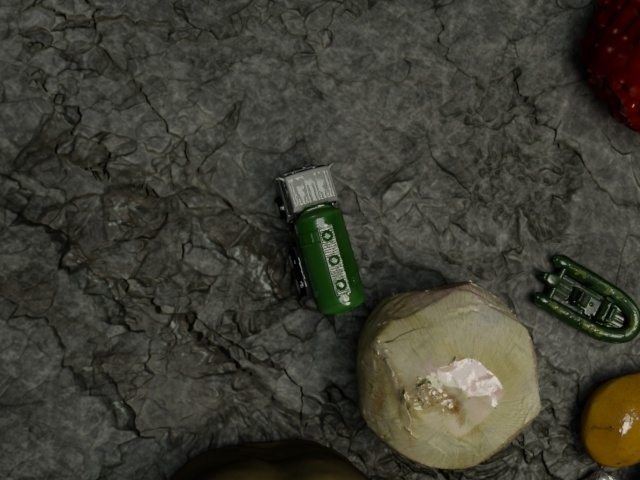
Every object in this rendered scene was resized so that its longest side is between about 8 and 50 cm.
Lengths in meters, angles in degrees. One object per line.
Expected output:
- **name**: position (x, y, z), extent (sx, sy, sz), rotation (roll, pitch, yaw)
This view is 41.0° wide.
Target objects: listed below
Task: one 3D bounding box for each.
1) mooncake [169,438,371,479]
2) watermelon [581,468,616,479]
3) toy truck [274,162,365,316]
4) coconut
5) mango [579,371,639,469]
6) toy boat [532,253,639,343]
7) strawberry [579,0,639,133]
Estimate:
- **mooncake**: position (-0.064, 0.535, 1.288), extent (0.467, 0.262, 0.466), rotation (0, 92, -10)
- **watermelon**: position (0.491, 0.469, 1.489), extent (0.187, 0.071, 0.139), rotation (9, 81, -2)
- **toy truck**: position (0.000, 0.000, 1.367), extent (0.101, 0.125, 0.242), rotation (-16, 92, -9)
- **coconut**: position (0.196, 0.210, 1.338), extent (0.297, 0.254, 0.297), rotation (0, 88, -9)
- **mango**: position (0.546, 0.295, 1.474), extent (0.227, 0.109, 0.147), rotation (-33, 93, -10)
- **toy boat**: position (0.466, 0.107, 1.489), extent (0.210, 0.052, 0.104), rotation (30, 82, -8)
- **strawberry**: position (0.607, -0.303, 1.367), extent (0.295, 0.345, 0.317), rotation (-37, 96, -7)
